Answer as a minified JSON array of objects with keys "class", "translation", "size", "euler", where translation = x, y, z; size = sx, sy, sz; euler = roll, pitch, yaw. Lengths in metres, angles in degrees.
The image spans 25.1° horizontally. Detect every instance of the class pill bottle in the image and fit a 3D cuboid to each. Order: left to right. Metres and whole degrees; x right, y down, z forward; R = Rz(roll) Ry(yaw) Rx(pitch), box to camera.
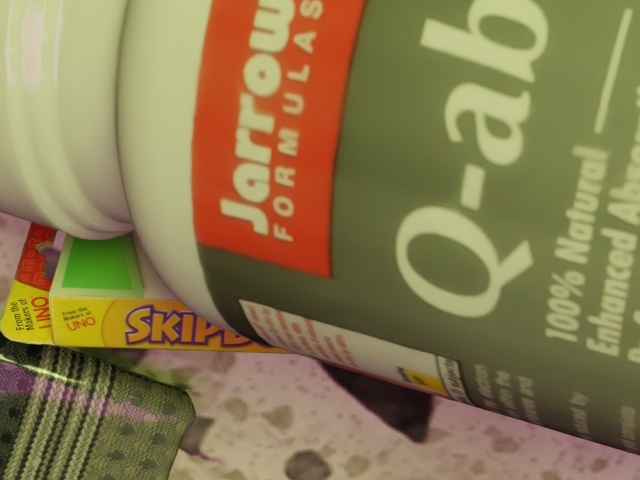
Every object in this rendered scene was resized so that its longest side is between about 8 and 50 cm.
[{"class":"pill bottle","translation":[0.063,-0.049,0.483],"size":[0.363,0.210,0.210],"euler":[14,126,20]}]

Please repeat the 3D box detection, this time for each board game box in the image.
[{"class":"board game box","translation":[0.000,0.000,0.620],"size":[0.259,0.124,0.039],"euler":[0,126,1]}]

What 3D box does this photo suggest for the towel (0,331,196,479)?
[{"class":"towel","translation":[-0.259,0.155,0.781],"size":[0.312,0.056,0.324],"euler":[18,120,-14]}]
